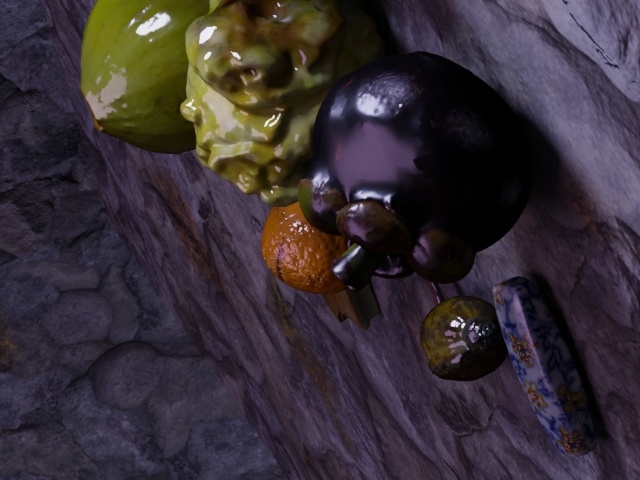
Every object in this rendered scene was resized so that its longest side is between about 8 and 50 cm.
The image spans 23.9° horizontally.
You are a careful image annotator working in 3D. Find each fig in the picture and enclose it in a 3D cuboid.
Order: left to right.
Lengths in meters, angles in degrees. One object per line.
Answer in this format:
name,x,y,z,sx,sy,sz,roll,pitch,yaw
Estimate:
fig,-0.217,-0.291,2.331,0.343,0.343,0.343,55,162,28

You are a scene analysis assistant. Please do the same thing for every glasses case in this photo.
glasses case,0.288,0.162,1.941,0.248,0.065,0.087,68,165,-13

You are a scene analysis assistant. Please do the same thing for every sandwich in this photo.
sandwich,0.008,0.045,2.644,0.245,0.063,0.212,34,148,63

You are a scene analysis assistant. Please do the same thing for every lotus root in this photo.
lotus root,0.201,0.135,2.094,0.120,0.120,0.209,63,163,2

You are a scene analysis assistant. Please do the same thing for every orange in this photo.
orange,0.000,0.000,2.363,0.193,0.193,0.161,45,138,49

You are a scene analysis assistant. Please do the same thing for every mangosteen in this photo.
mangosteen,0.103,-0.076,1.773,0.233,0.287,0.288,-91,-21,-75

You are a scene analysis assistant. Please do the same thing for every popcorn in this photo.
popcorn,-0.041,-0.208,2.045,0.312,0.312,0.312,55,162,28

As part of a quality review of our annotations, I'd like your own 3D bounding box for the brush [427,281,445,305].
brush,0.118,-0.030,2.186,0.301,0.071,0.084,63,175,2
